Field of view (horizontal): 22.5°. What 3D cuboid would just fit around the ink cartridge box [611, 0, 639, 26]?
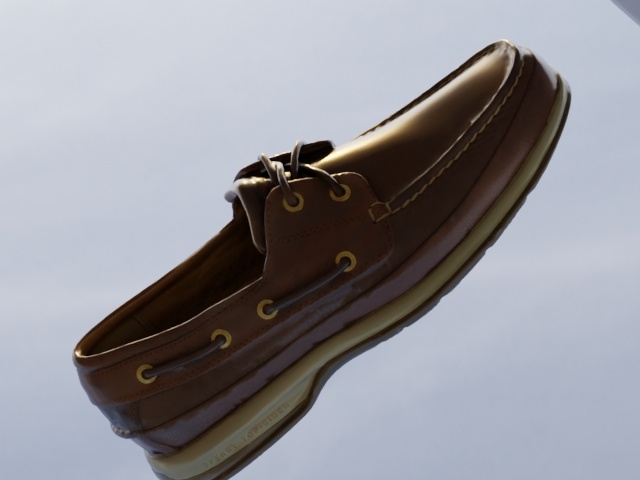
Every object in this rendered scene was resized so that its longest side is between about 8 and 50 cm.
[{"bbox_3d":[0.225,-0.241,0.512,0.395,0.166,0.285,-31,-125,-14],"label":"ink cartridge box"}]

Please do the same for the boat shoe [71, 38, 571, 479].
[{"bbox_3d":[0.000,0.000,0.492,0.178,0.060,0.064,-43,-158,4],"label":"boat shoe"}]
